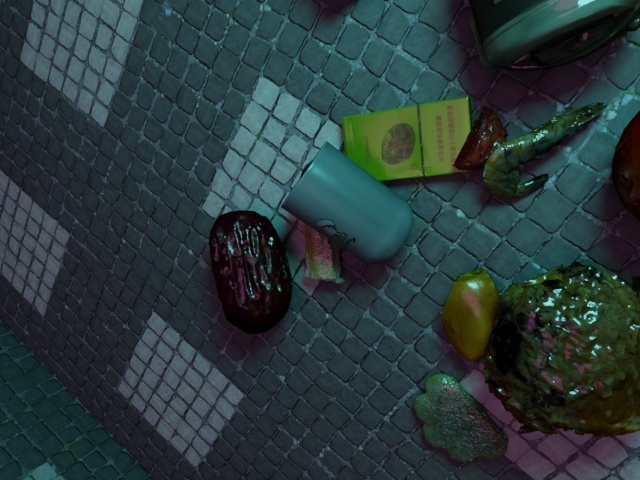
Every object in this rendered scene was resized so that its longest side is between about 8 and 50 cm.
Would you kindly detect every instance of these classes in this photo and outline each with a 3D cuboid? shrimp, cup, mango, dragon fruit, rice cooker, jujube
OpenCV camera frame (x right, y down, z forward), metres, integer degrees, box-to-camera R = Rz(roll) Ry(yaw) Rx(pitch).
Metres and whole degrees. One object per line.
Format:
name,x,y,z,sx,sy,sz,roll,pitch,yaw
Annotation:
shrimp,0.519,-0.198,1.004,0.296,0.058,0.169,-29,129,11
cup,0.077,-0.087,1.132,0.312,0.205,0.205,35,116,-7
mango,0.392,0.199,1.132,0.154,0.126,0.252,6,106,36
dragon fruit,0.405,-0.226,1.028,0.106,0.083,0.162,25,93,-13
rice cooker,0.444,-0.503,0.832,0.335,0.335,0.325,-16,96,27
jujube,-0.214,0.093,1.336,0.258,0.258,0.376,-3,95,26

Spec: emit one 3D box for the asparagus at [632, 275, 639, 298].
asparagus,0.740,0.145,1.017,0.018,0.015,0.127,-2,102,27

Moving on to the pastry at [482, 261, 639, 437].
pastry,0.540,0.263,0.972,0.337,0.292,0.405,-27,100,0

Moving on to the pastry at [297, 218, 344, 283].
pastry,-0.006,0.002,1.289,0.122,0.089,0.258,-8,98,19

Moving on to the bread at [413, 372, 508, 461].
bread,0.385,0.533,1.257,0.286,0.056,0.207,45,115,10

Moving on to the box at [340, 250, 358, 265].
box,0.104,0.036,1.289,0.083,0.012,0.046,-38,84,29

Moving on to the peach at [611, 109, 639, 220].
peach,0.730,-0.161,0.778,0.370,0.370,0.370,6,105,24

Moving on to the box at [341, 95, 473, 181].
box,0.224,-0.255,1.145,0.335,0.047,0.187,-3,102,25
